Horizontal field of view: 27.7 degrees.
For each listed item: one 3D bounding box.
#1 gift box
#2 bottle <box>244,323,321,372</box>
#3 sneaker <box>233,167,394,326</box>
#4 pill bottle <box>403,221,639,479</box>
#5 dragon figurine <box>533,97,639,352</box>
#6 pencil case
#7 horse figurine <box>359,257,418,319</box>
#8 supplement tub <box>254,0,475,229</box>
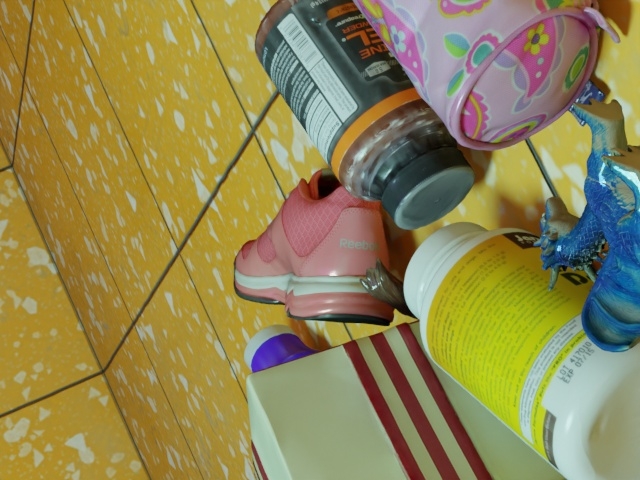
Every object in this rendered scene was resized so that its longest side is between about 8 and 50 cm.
[{"bbox_3d":[0.100,0.239,1.005,0.276,0.255,0.258,81,166,-47],"label":"gift box"},{"bbox_3d":[0.010,0.197,1.383,0.283,0.092,0.118,48,153,42],"label":"bottle"},{"bbox_3d":[0.001,0.000,1.234,0.314,0.116,0.136,-169,85,-71],"label":"sneaker"},{"bbox_3d":[0.147,0.067,0.876,0.215,0.117,0.117,40,146,50],"label":"pill bottle"},{"bbox_3d":[0.185,0.010,0.695,0.289,0.085,0.144,-108,11,-66],"label":"dragon figurine"},{"bbox_3d":[0.065,-0.184,0.834,0.284,0.124,0.124,54,156,30],"label":"pencil case"},{"bbox_3d":[0.067,0.127,1.118,0.066,0.174,0.263,56,144,39],"label":"horse figurine"},{"bbox_3d":[0.038,-0.104,0.992,0.198,0.106,0.106,57,157,25],"label":"supplement tub"}]
